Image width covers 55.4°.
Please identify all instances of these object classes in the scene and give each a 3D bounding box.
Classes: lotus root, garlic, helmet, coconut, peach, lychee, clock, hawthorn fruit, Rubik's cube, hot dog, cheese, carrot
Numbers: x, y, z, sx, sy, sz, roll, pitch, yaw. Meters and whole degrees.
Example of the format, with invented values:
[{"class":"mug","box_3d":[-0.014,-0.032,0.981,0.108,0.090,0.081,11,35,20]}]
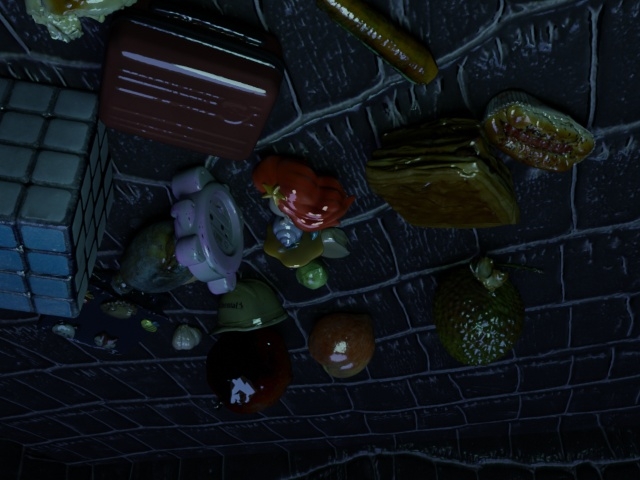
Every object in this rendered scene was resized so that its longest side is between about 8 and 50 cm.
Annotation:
[{"class":"lotus root","box_3d":[-0.412,0.045,1.562,0.349,0.175,0.175,-25,139,38]},{"class":"garlic","box_3d":[-0.445,0.329,2.052,0.113,0.074,0.094,-22,144,-50]},{"class":"helmet","box_3d":[-0.226,0.183,1.784,0.257,0.137,0.204,-13,-176,31]},{"class":"coconut","box_3d":[-0.022,0.092,1.697,0.087,0.088,0.096,17,148,-23]},{"class":"peach","box_3d":[0.078,0.323,1.965,0.232,0.233,0.232,0,146,0]},{"class":"lychee","box_3d":[0.435,0.197,1.695,0.270,0.270,0.320,17,104,-24]},{"class":"clock","box_3d":[-0.251,-0.021,1.378,0.090,0.248,0.227,-15,143,17]},{"class":"hawthorn fruit","box_3d":[-0.231,0.411,1.999,0.315,0.316,0.316,0,146,0]},{"class":"Rubik's cube","box_3d":[-0.617,-0.085,1.196,0.344,0.344,0.337,7,145,-11]},{"class":"hot dog","box_3d":[0.441,-0.215,1.247,0.268,0.075,0.144,16,143,-24]},{"class":"cheese","box_3d":[0.005,-0.003,1.584,0.092,0.048,0.171,-29,136,34]},{"class":"carrot","box_3d":[0.102,-0.354,1.052,0.260,0.070,0.070,26,138,-30]}]

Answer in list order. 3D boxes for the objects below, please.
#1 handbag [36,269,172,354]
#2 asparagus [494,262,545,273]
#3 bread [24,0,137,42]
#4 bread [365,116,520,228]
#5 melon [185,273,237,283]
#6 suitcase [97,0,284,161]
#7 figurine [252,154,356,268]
[{"class":"handbag","box_3d":[-0.653,0.216,1.847,0.303,0.122,0.329,28,136,-34]},{"class":"asparagus","box_3d":[0.568,0.077,1.736,0.162,0.016,0.016,8,119,-13]},{"class":"bread","box_3d":[-0.281,-0.419,0.853,0.314,0.171,0.192,-18,114,8]},{"class":"bread","box_3d":[0.264,-0.137,1.269,0.277,0.167,0.324,1,164,34]},{"class":"melon","box_3d":[-0.333,0.093,1.724,0.182,0.054,0.098,-10,151,15]},{"class":"suitcase","box_3d":[-0.227,-0.279,1.070,0.297,0.161,0.236,14,144,-18]},{"class":"figurine","box_3d":[-0.044,-0.079,1.380,0.208,0.181,0.257,35,150,20]}]
